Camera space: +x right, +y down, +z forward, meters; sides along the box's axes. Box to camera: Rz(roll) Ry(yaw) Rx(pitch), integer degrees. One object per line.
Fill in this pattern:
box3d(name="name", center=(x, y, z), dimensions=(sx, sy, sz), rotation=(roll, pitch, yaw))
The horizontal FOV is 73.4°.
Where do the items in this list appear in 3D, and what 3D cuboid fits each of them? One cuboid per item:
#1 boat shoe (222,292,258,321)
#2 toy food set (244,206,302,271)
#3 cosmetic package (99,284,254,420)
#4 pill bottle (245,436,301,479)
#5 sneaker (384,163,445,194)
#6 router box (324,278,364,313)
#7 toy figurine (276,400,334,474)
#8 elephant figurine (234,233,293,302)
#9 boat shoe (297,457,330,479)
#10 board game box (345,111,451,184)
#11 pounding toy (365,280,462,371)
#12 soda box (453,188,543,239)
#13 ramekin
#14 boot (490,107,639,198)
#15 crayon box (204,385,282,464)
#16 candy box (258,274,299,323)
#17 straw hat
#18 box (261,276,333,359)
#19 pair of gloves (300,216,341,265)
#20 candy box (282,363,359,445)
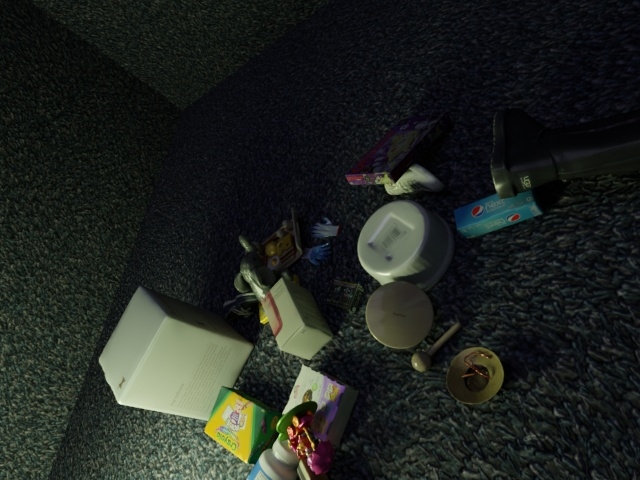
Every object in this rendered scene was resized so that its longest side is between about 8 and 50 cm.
box3d(name="boat shoe", center=(-0.318, 0.267, 1.722), dimensions=(0.254, 0.095, 0.079), rotation=(-27, 61, 42))
box3d(name="toy food set", center=(-0.199, 0.028, 1.752), dimensions=(0.306, 0.092, 0.220), rotation=(-39, 41, 27))
box3d(name="cosmetic package", center=(-0.540, 0.425, 1.618), dimensions=(0.329, 0.393, 0.328), rotation=(21, 81, 49))
box3d(name="pill bottle", center=(-0.142, 0.691, 1.244), dimensions=(0.124, 0.124, 0.222), rotation=(29, 87, 51))
box3d(name="sneaker", center=(0.291, -0.185, 1.399), dimensions=(0.123, 0.105, 0.290), rotation=(-56, 28, 6))
box3d(name="router box", center=(0.079, 0.182, 1.417), dimensions=(0.122, 0.038, 0.092), rotation=(6, 71, 47))
box3d(name="toy figurine", center=(-0.032, 0.549, 1.144), dimensions=(0.159, 0.130, 0.173), rotation=(50, 128, 37))
box3d(name="elephant figurine", center=(-0.236, 0.127, 1.578), dimensions=(0.169, 0.239, 0.186), rotation=(-48, 35, 9))
box3d(name="boat shoe", center=(0.006, 0.701, 1.103), dimensions=(0.092, 0.103, 0.285), rotation=(-49, 46, 3))
box3d(name="board game box", center=(0.260, -0.307, 1.433), dimensions=(0.347, 0.056, 0.208), rotation=(-47, 26, -25))
box3d(name="pounding toy", center=(0.242, 0.229, 1.190), dimensions=(0.236, 0.110, 0.183), rotation=(39, 83, 22))
box3d(name="soda box", center=(0.474, -0.077, 1.155), dimensions=(0.210, 0.067, 0.071), rotation=(-23, 50, 34))
box3d(name="ramekin", center=(0.243, 0.013, 1.282), dimensions=(0.277, 0.135, 0.278), rotation=(-26, 48, 33))
box3d(name="boot", center=(0.656, -0.264, 1.016), dimensions=(0.444, 0.146, 0.367), rotation=(-13, 36, 34))
box3d(name="crayon box", center=(-0.266, 0.618, 1.452), dimensions=(0.278, 0.081, 0.166), rotation=(3, 67, 47))
box3d(name="candy box", center=(-0.157, 0.225, 1.641), dimensions=(0.205, 0.027, 0.105), rotation=(-37, 44, 23))
box3d(name="straw hat", center=(0.370, 0.327, 1.001), dimensions=(0.144, 0.061, 0.145), rotation=(-28, 32, 19))
box3d(name="box", center=(-0.083, 0.261, 1.446), dimensions=(0.127, 0.148, 0.232), rotation=(-47, 40, 13))
box3d(name="pair of gloves", center=(0.000, 0.000, 1.632), dimensions=(0.159, 0.023, 0.198), rotation=(3, 69, 47))
box3d(name="candy box", center=(-0.002, 0.483, 1.277), dimensions=(0.196, 0.070, 0.165), rotation=(11, 74, 48))
